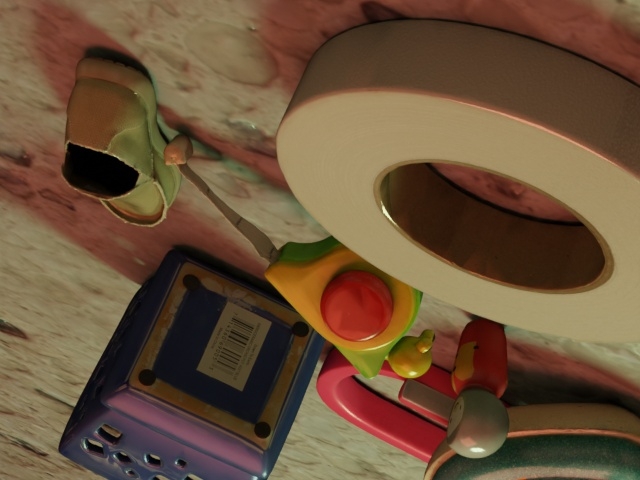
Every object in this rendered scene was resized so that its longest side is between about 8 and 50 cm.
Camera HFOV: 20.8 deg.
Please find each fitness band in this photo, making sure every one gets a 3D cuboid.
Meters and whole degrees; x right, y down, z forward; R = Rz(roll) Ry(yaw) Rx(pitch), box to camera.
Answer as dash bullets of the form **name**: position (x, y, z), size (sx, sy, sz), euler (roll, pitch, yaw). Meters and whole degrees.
- **fitness band**: position (0.132, 0.208, 2.034), size (0.291, 0.054, 0.209), euler (29, 160, -11)

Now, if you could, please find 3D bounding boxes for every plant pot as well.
- **plant pot**: position (-0.130, 0.160, 1.956), size (0.236, 0.236, 0.212), euler (26, 151, -5)

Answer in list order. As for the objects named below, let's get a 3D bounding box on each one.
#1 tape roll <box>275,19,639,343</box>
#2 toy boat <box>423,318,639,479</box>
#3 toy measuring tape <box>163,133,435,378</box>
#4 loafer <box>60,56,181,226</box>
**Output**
- **tape roll**: position (0.152, -0.037, 1.436), size (0.392, 0.072, 0.392), euler (20, 157, 9)
- **toy boat**: position (0.208, 0.226, 1.818), size (0.268, 0.148, 0.318), euler (-12, 136, 24)
- **toy measuring tape**: position (0.000, 0.000, 1.658), size (0.330, 0.121, 0.121), euler (47, 153, -9)
- **loafer**: position (-0.200, -0.076, 1.661), size (0.102, 0.092, 0.268), euler (18, 157, 13)
